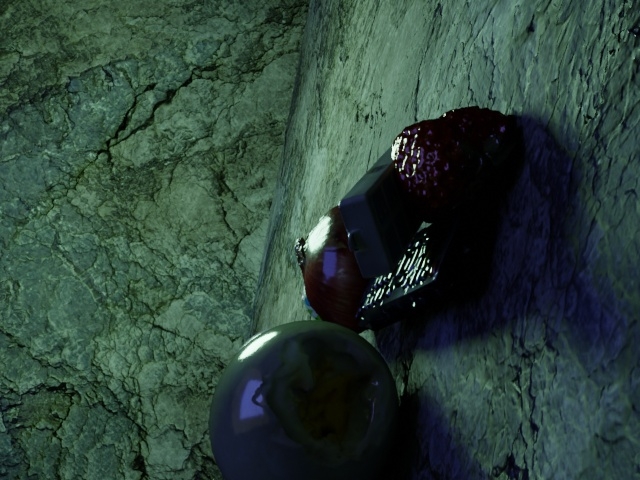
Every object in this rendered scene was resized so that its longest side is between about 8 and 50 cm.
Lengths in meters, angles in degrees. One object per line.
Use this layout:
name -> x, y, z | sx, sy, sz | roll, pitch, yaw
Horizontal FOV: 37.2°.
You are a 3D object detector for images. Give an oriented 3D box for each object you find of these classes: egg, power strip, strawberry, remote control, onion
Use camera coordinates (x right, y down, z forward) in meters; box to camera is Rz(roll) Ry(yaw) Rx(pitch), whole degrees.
egg -> -0.029, 0.271, 1.417 | 0.336, 0.278, 0.278 | 121, 159, -62
power strip -> 0.104, -0.062, 1.292 | 0.367, 0.043, 0.106 | -50, -56, -63
strawberry -> 0.150, -0.115, 1.221 | 0.175, 0.107, 0.236 | -56, 9, -12
remote control -> 0.134, 0.054, 1.335 | 0.144, 0.062, 0.399 | -66, 7, -16
onion -> 0.044, 0.050, 1.644 | 0.248, 0.161, 0.248 | -14, -90, -84

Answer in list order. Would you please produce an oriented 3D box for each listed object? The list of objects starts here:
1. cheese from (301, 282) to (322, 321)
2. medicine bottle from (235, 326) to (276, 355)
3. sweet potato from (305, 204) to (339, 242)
cheese -> 0.002, 0.128, 1.994 | 0.204, 0.083, 0.320 | -129, 52, -78
medicine bottle -> -0.058, 0.290, 1.766 | 0.325, 0.212, 0.212 | -137, 60, -80
sweet potato -> -0.001, 0.000, 2.248 | 0.069, 0.059, 0.249 | -39, -15, -36
